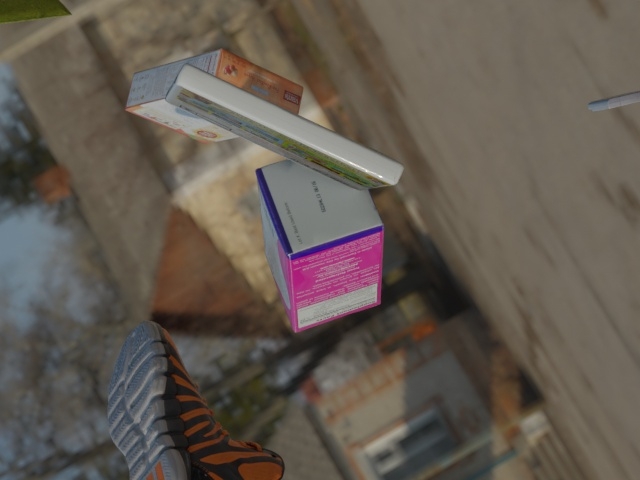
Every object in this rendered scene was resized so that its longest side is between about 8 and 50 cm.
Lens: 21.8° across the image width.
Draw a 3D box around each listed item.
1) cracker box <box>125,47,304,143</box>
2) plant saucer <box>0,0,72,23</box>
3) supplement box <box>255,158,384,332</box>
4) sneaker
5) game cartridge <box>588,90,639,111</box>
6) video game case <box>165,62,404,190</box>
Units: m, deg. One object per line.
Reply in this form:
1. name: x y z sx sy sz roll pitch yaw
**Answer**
1. cracker box: -0.157 -0.209 2.447 0.156 0.067 0.232 22 163 -36
2. plant saucer: -0.398 -0.248 1.781 0.188 0.188 0.045 -17 -76 -49
3. supplement box: 0.000 0.000 1.838 0.220 0.114 0.111 91 160 -65
4. sneaker: -0.153 0.246 2.064 0.180 0.124 0.321 17 -141 -32
5. game cartridge: 0.420 -0.195 2.306 0.056 0.083 0.017 3 106 62
6. video game case: -0.041 -0.107 1.627 0.227 0.026 0.206 25 177 -8
